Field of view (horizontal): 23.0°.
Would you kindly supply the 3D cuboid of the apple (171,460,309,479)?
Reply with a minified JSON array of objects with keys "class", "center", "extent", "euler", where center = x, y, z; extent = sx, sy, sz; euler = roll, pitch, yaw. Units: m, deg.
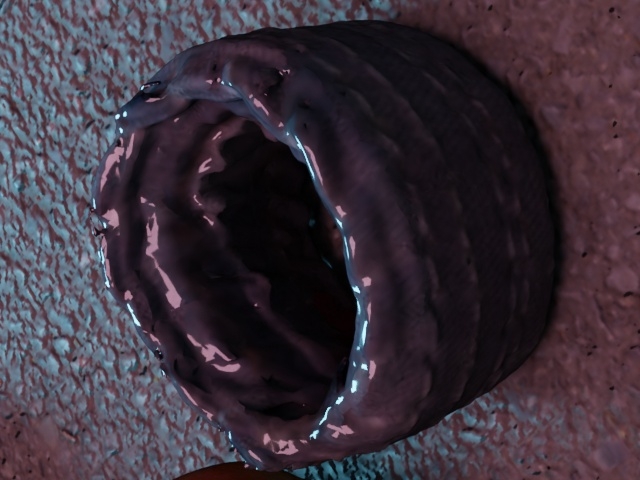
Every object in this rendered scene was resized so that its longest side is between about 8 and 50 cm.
[{"class":"apple","center":[-0.043,0.239,0.904],"extent":[0.218,0.218,0.201],"euler":[44,105,20]}]

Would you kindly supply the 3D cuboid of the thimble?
[{"class":"thimble","center":[0.000,0.000,0.851],"extent":[0.205,0.172,0.236],"euler":[-16,92,40]}]
